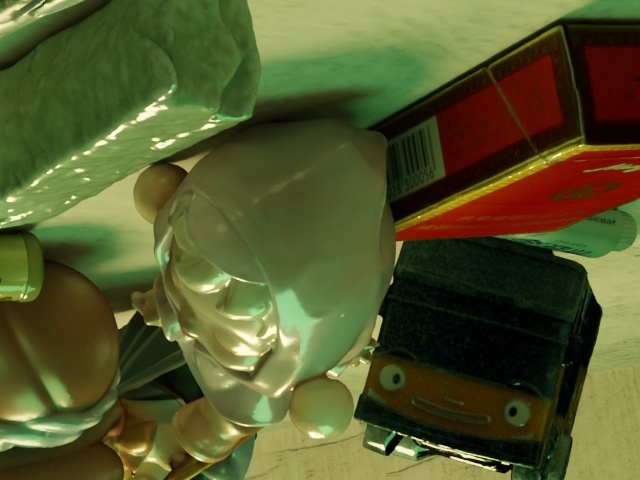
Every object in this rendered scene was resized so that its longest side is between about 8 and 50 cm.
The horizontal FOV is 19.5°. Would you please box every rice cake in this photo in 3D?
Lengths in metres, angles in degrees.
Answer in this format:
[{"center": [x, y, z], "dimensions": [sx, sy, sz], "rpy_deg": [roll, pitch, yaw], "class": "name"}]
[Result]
[{"center": [-0.099, -0.062, 0.830], "dimensions": [0.063, 0.069, 0.206], "rpy_deg": [1, 163, -37], "class": "rice cake"}]

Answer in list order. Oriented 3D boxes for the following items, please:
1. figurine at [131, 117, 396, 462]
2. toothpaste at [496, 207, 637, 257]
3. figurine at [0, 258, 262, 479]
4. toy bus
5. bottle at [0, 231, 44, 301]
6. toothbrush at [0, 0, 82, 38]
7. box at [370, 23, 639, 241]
[{"center": [-0.030, 0.032, 1.100], "dimensions": [0.133, 0.200, 0.276], "rpy_deg": [-28, 159, -23], "class": "figurine"}, {"center": [0.138, -0.021, 1.344], "dimensions": [0.074, 0.048, 0.296], "rpy_deg": [-9, 169, 40], "class": "toothpaste"}, {"center": [-0.209, 0.138, 1.474], "dimensions": [0.276, 0.248, 0.388], "rpy_deg": [-16, 177, 23], "class": "figurine"}, {"center": [0.141, 0.102, 1.551], "dimensions": [0.161, 0.194, 0.323], "rpy_deg": [15, 174, 13], "class": "toy bus"}, {"center": [-0.235, 0.020, 1.221], "dimensions": [0.101, 0.047, 0.063], "rpy_deg": [-2, 159, -27], "class": "bottle"}, {"center": [-0.077, -0.106, 0.684], "dimensions": [0.413, 0.042, 0.035], "rpy_deg": [-15, 169, 41], "class": "toothbrush"}, {"center": [0.135, -0.057, 1.062], "dimensions": [0.153, 0.074, 0.240], "rpy_deg": [1, 167, -28], "class": "box"}]
